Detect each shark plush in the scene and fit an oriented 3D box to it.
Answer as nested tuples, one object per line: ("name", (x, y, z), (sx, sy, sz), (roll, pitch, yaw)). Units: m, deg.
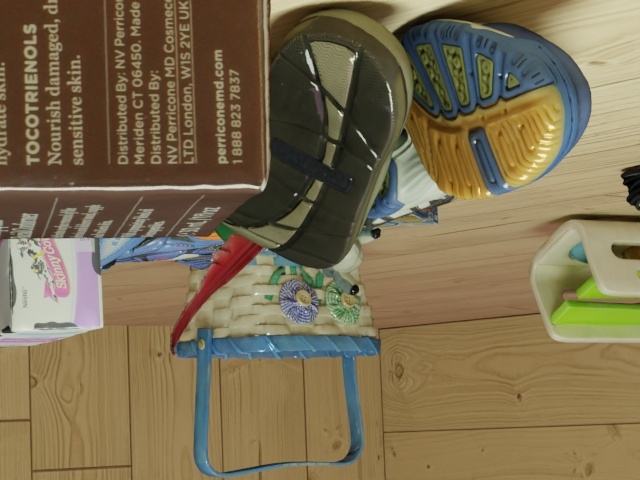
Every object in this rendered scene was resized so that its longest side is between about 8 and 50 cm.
("shark plush", (0.000, 0.000, 1.817), (0.067, 0.073, 0.161), (26, 179, -24))

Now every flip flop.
("flip flop", (-0.004, -0.068, 1.126), (0.112, 0.080, 0.277), (29, 148, 0))

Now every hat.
("hat", (-0.039, -0.002, 1.364), (0.208, 0.184, 0.173), (0, 174, -21))

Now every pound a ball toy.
("pound a ball toy", (0.438, 0.017, 2.145), (0.319, 0.136, 0.208), (1, 148, -27))

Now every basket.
("basket", (-0.055, 0.143, 2.212), (0.254, 0.289, 0.201), (-1, 180, -42))

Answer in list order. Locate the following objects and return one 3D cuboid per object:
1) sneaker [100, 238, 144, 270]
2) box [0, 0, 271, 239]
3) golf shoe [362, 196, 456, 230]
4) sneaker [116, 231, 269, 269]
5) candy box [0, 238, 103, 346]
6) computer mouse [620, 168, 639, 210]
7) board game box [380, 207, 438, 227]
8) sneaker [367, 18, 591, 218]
("sneaker", (-0.259, 0.003, 1.603), (0.147, 0.130, 0.330), (6, 170, -37))
("box", (-0.224, -0.074, 0.854), (0.381, 0.143, 0.191), (1, 174, -11))
("golf shoe", (0.077, -0.049, 1.482), (0.093, 0.077, 0.198), (0, 175, -20))
("sneaker", (-0.138, -0.005, 1.666), (0.221, 0.083, 0.087), (-3, 149, 19))
("candy box", (-0.224, -0.006, 1.345), (0.070, 0.165, 0.196), (0, 174, -22))
("computer mouse", (0.421, -0.046, 1.713), (0.262, 0.060, 0.184), (0, 173, -20))
("board game box", (0.007, -0.033, 1.790), (0.201, 0.035, 0.136), (-4, 174, 15))
("sneaker", (0.109, -0.087, 1.122), (0.131, 0.112, 0.296), (-16, -177, -19))
